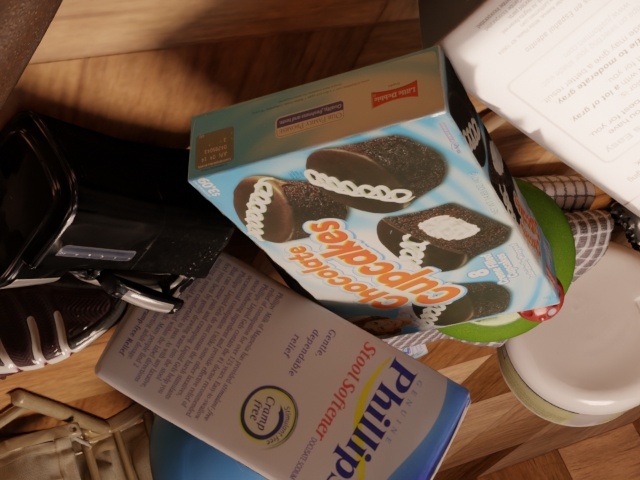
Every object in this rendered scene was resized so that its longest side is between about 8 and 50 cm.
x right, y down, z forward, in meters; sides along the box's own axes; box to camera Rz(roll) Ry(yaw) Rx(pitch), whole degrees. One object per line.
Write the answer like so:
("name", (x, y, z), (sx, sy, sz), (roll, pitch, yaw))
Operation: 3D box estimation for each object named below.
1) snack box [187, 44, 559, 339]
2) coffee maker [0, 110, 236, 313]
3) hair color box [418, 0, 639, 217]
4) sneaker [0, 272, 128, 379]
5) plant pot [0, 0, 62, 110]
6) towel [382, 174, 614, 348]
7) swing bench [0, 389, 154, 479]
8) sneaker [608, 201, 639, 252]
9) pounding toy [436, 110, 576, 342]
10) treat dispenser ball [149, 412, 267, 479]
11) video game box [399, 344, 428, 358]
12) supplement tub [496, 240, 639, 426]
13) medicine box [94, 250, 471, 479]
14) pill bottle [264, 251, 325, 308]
("snack box", (0.057, -0.016, 0.813), (0.187, 0.060, 0.322), (-13, 150, 21))
("coffee maker", (-0.157, -0.036, 0.783), (0.178, 0.120, 0.171), (11, 105, -55))
("hair color box", (0.270, -0.124, 0.766), (0.374, 0.113, 0.185), (31, 129, -26))
("sneaker", (-0.296, 0.086, 0.936), (0.281, 0.106, 0.162), (-18, 167, -1))
("plant pot", (-0.181, -0.140, 0.419), (0.230, 0.215, 0.215), (-43, 154, 9))
("towel", (0.181, 0.039, 1.247), (0.235, 0.121, 0.284), (-8, 153, -33))
("swing bench", (-0.293, 0.331, 1.252), (0.165, 0.253, 0.254), (-33, 155, 21))
("sneaker", (0.467, -0.032, 1.439), (0.106, 0.078, 0.234), (-37, 156, 14))
("pounding toy", (0.159, 0.014, 1.020), (0.183, 0.237, 0.110), (-26, -160, 9))
("treat dispenser ball", (-0.060, 0.246, 1.250), (0.288, 0.288, 0.288), (-20, 157, -9))
("video game box", (0.053, 0.157, 1.478), (0.187, 0.048, 0.205), (-23, 158, 2))
("supplement tub", (0.374, 0.143, 1.496), (0.235, 0.235, 0.325), (-24, 164, 1))
("medicine box", (-0.032, 0.148, 0.980), (0.149, 0.289, 0.263), (-60, 173, -12))
("pill bottle", (0.000, 0.000, 1.003), (0.103, 0.103, 0.184), (-25, 157, 2))
